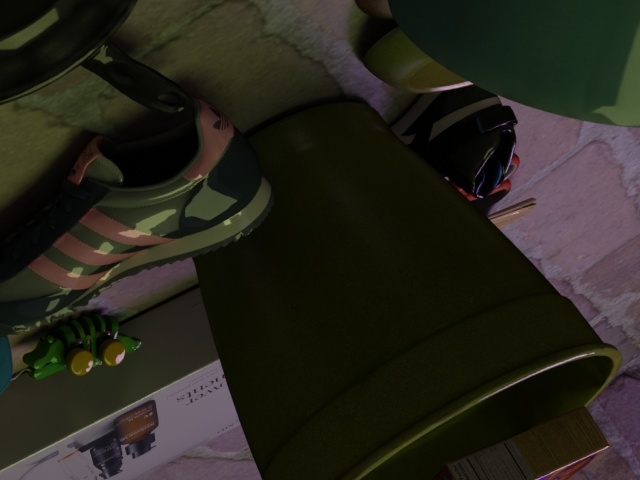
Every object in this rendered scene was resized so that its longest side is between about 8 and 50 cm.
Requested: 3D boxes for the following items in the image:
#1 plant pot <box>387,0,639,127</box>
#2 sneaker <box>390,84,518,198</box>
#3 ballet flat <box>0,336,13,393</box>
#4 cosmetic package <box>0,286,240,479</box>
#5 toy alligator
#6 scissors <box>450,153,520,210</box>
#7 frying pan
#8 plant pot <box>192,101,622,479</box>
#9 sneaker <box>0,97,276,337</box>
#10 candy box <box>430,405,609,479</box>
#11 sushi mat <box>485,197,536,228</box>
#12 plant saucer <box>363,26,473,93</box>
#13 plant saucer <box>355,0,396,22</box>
[{"bbox_3d":[0.216,-0.259,1.157,0.293,0.293,0.235,-16,133,-36],"label":"plant pot"},{"bbox_3d":[0.122,-0.075,1.655,0.079,0.121,0.217,-11,151,-42],"label":"sneaker"},{"bbox_3d":[-0.340,0.136,1.419,0.096,0.095,0.280,-7,-176,-4],"label":"ballet flat"},{"bbox_3d":[-0.217,0.191,1.831,0.377,0.097,0.284,-27,162,-14],"label":"cosmetic package"},{"bbox_3d":[-0.269,0.111,1.637,0.190,0.056,0.051,-14,111,-37],"label":"toy alligator"},{"bbox_3d":[0.122,-0.039,1.884,0.297,0.021,0.109,-20,157,-30],"label":"scissors"},{"bbox_3d":[-0.171,-0.166,1.130,0.326,0.053,0.197,-9,150,-50],"label":"frying pan"},{"bbox_3d":[0.043,0.067,1.537,0.366,0.353,0.366,-27,160,-11],"label":"plant pot"},{"bbox_3d":[-0.208,-0.025,1.374,0.319,0.112,0.131,-25,128,0],"label":"sneaker"},{"bbox_3d":[0.178,0.231,1.525,0.187,0.053,0.109,-16,155,-34],"label":"candy box"},{"bbox_3d":[0.115,0.017,1.963,0.317,0.019,0.151,-19,172,-29],"label":"sushi mat"},{"bbox_3d":[0.159,-0.188,1.469,0.241,0.037,0.241,-18,172,-3],"label":"plant saucer"},{"bbox_3d":[0.122,-0.250,1.378,0.199,0.036,0.198,-28,159,-12],"label":"plant saucer"}]
